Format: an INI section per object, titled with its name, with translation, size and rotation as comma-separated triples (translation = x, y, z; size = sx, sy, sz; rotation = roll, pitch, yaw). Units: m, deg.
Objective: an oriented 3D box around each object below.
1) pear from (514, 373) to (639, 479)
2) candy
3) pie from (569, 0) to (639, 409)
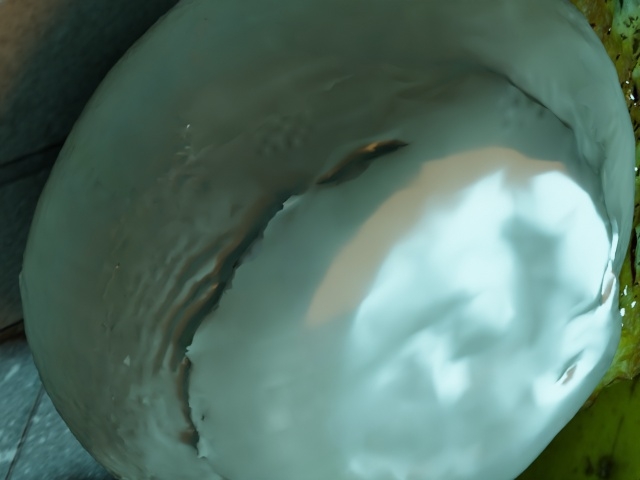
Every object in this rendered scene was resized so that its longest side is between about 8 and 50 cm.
[pear]
translation = 0.235, 0.240, 1.196
size = 0.418, 0.362, 0.362
rotation = -39, 156, -36
[candy]
translation = 0.000, 0.000, 0.610
size = 0.295, 0.185, 0.296
rotation = -10, 124, -15
[pie]
translation = 0.158, -0.053, 0.827
size = 0.288, 0.103, 0.355
rotation = -45, 137, -29
